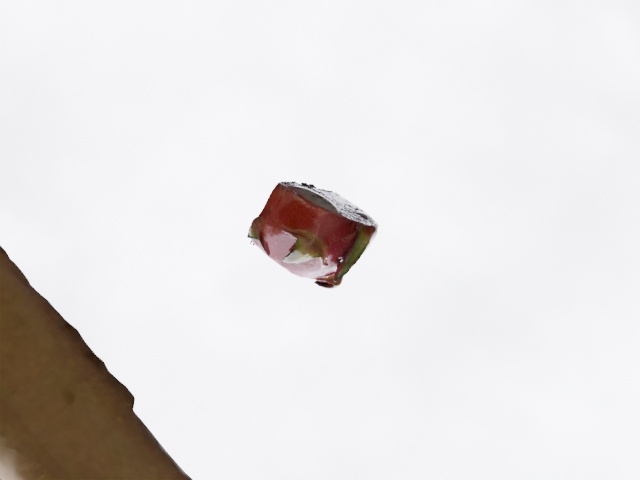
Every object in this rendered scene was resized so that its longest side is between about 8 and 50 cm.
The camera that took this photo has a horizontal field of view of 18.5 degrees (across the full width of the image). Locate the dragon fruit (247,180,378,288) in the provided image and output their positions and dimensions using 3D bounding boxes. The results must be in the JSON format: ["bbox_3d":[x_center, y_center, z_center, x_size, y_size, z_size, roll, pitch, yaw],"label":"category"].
[{"bbox_3d":[0.000,0.000,1.226,0.060,0.056,0.083,34,-172,29],"label":"dragon fruit"}]

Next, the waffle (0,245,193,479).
[{"bbox_3d":[-0.234,0.079,0.907,0.348,0.304,0.077,51,-143,8],"label":"waffle"}]
